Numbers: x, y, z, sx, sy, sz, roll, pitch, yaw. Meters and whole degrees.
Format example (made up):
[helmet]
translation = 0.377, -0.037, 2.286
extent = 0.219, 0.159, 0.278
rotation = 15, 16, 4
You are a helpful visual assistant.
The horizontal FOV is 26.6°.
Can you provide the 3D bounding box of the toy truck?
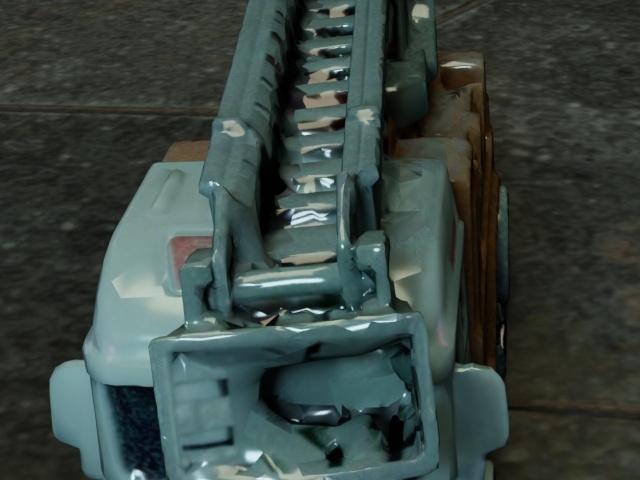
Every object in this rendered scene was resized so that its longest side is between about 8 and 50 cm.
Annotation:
[toy truck]
translation = 0.000, 0.000, 0.478
extent = 0.133, 0.184, 0.338
rotation = -1, 28, 8
